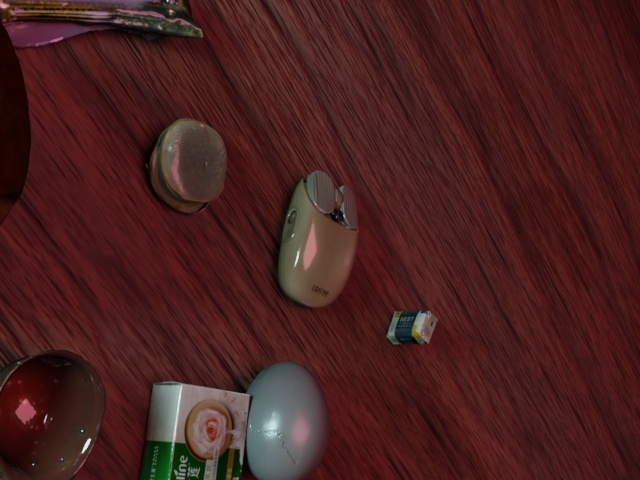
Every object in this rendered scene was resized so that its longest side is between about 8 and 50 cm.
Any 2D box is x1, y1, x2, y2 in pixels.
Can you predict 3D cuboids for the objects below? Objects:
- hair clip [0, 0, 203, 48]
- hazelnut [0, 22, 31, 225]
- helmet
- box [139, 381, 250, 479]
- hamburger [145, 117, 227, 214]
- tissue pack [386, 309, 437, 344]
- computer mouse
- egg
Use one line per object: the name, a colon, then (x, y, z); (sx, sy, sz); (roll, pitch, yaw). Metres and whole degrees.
hair clip: (-0.319, -0.333, 1.283); (0.358, 0.110, 0.096); (-5, 71, -43)
hazelnut: (-0.492, -0.158, 0.905); (0.429, 0.402, 0.402); (47, 53, -24)
helmet: (-0.364, 0.222, 1.141); (0.155, 0.106, 0.175); (-12, 98, -43)
box: (-0.187, 0.315, 1.329); (0.135, 0.081, 0.199); (18, 69, -42)
hamburger: (-0.205, -0.116, 1.391); (0.133, 0.062, 0.140); (18, 69, -47)
tissue pack: (0.174, 0.166, 1.715); (0.042, 0.083, 0.062); (44, 55, -34)
computer mouse: (0.000, 0.000, 1.567); (0.145, 0.082, 0.236); (30, 64, -38)
egg: (-0.058, 0.288, 1.415); (0.146, 0.146, 0.199); (25, 53, -41)
